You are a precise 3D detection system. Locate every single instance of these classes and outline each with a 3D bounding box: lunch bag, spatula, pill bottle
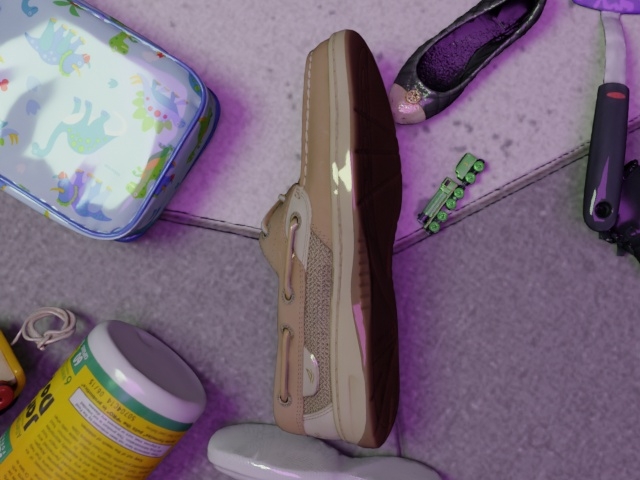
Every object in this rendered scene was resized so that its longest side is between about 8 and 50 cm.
[{"bbox_3d":[-0.214,-0.108,0.612,0.219,0.090,0.176,31,91,1],"label":"lunch bag"},{"bbox_3d":[0.252,-0.152,0.618,0.084,0.030,0.296,8,79,2],"label":"spatula"},{"bbox_3d":[-0.204,0.179,0.603,0.117,0.117,0.208,41,92,0],"label":"pill bottle"}]

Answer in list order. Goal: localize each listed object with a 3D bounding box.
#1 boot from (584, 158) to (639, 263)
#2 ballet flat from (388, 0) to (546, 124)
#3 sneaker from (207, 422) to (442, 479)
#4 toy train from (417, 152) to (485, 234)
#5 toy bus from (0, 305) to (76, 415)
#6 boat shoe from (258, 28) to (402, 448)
[{"bbox_3d":[0.301,-0.029,0.628,0.121,0.045,0.099,-43,84,0],"label":"boot"},{"bbox_3d":[0.124,-0.168,0.623,0.173,0.049,0.057,-43,89,2],"label":"ballet flat"},{"bbox_3d":[-0.002,0.228,0.625,0.212,0.080,0.094,16,103,0],"label":"sneaker"},{"bbox_3d":[0.116,-0.042,0.643,0.024,0.017,0.083,37,92,10],"label":"toy train"},{"bbox_3d":[-0.331,0.144,0.611,0.202,0.191,0.104,10,134,2],"label":"toy bus"},{"bbox_3d":[0.000,0.000,0.594,0.110,0.122,0.341,0,91,23],"label":"boat shoe"}]
